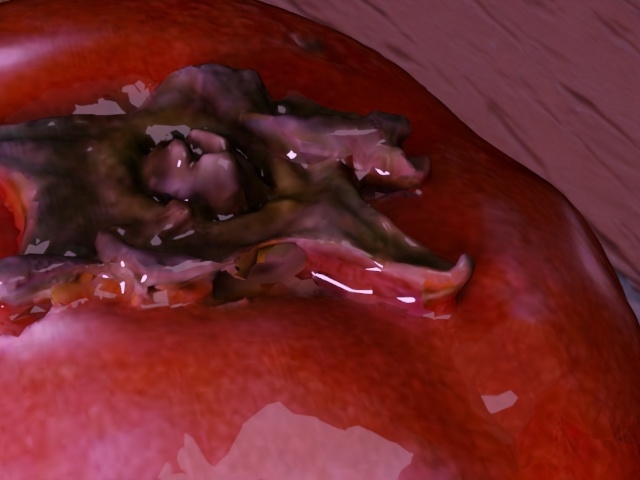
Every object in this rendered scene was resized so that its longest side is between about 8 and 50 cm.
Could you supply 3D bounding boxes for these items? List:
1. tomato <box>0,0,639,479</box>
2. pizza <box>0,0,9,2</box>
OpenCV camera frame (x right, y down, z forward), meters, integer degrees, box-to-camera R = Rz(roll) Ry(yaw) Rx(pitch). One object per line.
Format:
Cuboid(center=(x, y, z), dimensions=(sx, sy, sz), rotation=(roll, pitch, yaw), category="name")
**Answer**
Cuboid(center=(-0.052, 0.088, 0.523), dimensions=(0.325, 0.290, 0.293), rotation=(-2, 41, -20), category="tomato")
Cuboid(center=(-0.166, -0.069, 0.759), dimensions=(0.134, 0.056, 0.271), rotation=(9, 50, -36), category="pizza")
